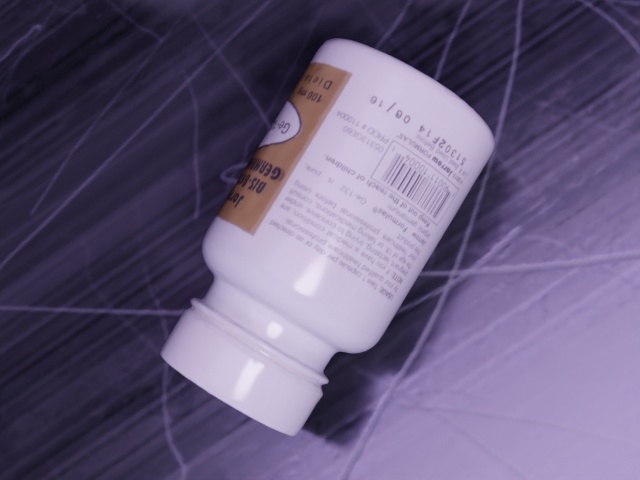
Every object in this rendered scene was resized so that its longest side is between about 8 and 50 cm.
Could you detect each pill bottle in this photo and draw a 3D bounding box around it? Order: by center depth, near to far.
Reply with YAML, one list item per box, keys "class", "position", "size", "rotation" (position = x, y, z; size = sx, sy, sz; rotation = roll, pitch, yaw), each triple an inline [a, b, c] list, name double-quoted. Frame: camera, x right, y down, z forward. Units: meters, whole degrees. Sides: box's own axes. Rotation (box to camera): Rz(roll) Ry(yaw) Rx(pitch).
- class: "pill bottle"
  position: [0.000, 0.000, 0.753]
  size: [0.131, 0.131, 0.229]
  rotation: [30, 86, 22]
